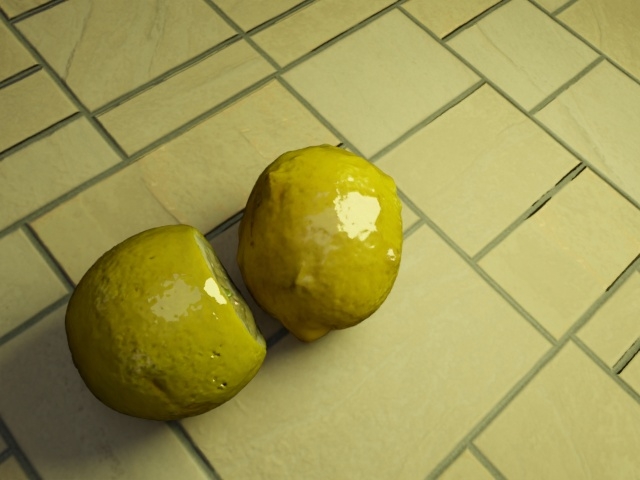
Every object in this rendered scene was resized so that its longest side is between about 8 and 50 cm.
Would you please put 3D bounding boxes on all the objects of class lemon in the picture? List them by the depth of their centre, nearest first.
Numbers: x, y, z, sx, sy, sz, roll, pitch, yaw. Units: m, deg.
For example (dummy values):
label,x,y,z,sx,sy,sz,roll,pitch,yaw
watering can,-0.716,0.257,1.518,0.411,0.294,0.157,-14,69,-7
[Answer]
label,x,y,z,sx,sy,sz,roll,pitch,yaw
lemon,-0.202,0.112,0.732,0.219,0.240,0.240,-29,69,-3
lemon,0.000,0.000,0.812,0.234,0.233,0.288,7,69,-3
